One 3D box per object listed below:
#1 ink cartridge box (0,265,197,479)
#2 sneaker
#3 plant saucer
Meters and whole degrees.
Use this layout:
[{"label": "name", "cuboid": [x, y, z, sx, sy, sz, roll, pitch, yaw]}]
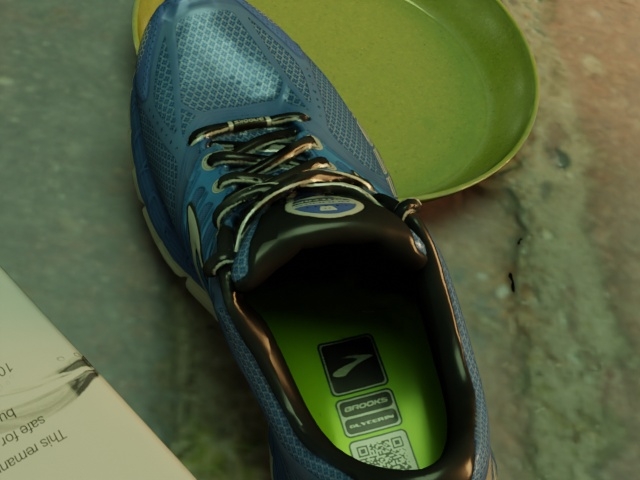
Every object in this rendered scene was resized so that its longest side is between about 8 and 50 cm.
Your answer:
[{"label": "ink cartridge box", "cuboid": [-0.175, 0.101, 0.585, 0.172, 0.100, 0.237, -30, 63, -35]}, {"label": "sneaker", "cuboid": [0.000, 0.000, 0.666, 0.129, 0.147, 0.330, -19, 61, -14]}, {"label": "plant saucer", "cuboid": [0.008, -0.102, 0.857, 0.241, 0.037, 0.241, 8, 49, -9]}]
